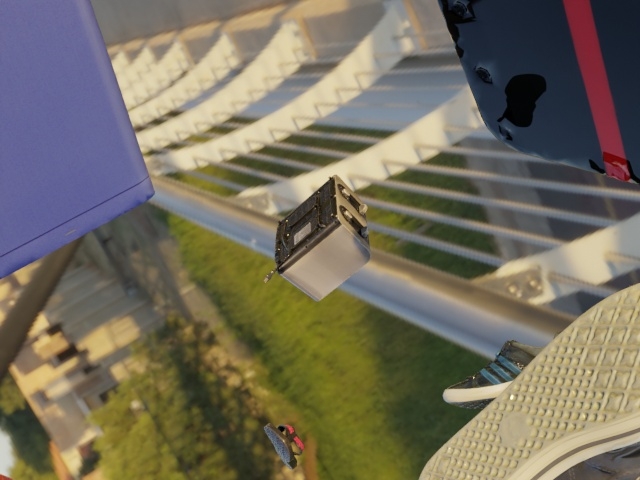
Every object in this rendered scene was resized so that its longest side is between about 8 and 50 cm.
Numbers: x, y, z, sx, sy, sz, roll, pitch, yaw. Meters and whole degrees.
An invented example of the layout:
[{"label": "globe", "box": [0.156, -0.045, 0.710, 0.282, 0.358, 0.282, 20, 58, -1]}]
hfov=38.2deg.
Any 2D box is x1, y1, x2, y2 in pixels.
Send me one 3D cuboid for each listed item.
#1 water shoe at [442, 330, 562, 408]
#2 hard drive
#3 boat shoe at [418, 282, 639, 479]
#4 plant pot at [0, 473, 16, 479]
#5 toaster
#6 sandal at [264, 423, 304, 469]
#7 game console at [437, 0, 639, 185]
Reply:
[{"label": "water shoe", "box": [0.265, 0.181, 1.284, 0.073, 0.203, 0.080, 32, -134, -56]}, {"label": "hard drive", "box": [-0.297, -0.117, 0.907, 0.040, 0.210, 0.318, 45, 157, 37]}, {"label": "boat shoe", "box": [0.321, 0.212, 1.056, 0.156, 0.500, 0.186, 31, -151, -23]}, {"label": "plant pot", "box": [-0.480, 0.492, 1.241, 0.267, 0.267, 0.235, 64, -173, -61]}, {"label": "toaster", "box": [0.000, 0.000, 1.649, 0.110, 0.186, 0.168, 40, -157, -23]}, {"label": "sandal", "box": [-0.052, 0.319, 1.460, 0.067, 0.040, 0.179, 52, 168, 19]}, {"label": "game console", "box": [0.272, -0.195, 0.913, 0.342, 0.060, 0.386, 21, 156, 38]}]
